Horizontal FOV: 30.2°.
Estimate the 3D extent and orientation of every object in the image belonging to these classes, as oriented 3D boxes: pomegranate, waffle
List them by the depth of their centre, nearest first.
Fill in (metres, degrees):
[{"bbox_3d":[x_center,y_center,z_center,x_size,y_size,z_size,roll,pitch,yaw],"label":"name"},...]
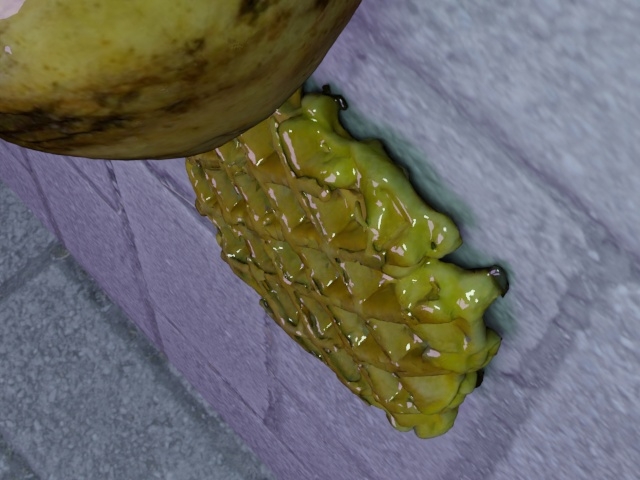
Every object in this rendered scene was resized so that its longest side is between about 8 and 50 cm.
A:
[{"bbox_3d":[-0.117,-0.187,0.606,0.322,0.322,0.322,44,162,18],"label":"pomegranate"},{"bbox_3d":[0.000,0.000,1.035,0.379,0.095,0.382,44,160,24],"label":"waffle"}]
